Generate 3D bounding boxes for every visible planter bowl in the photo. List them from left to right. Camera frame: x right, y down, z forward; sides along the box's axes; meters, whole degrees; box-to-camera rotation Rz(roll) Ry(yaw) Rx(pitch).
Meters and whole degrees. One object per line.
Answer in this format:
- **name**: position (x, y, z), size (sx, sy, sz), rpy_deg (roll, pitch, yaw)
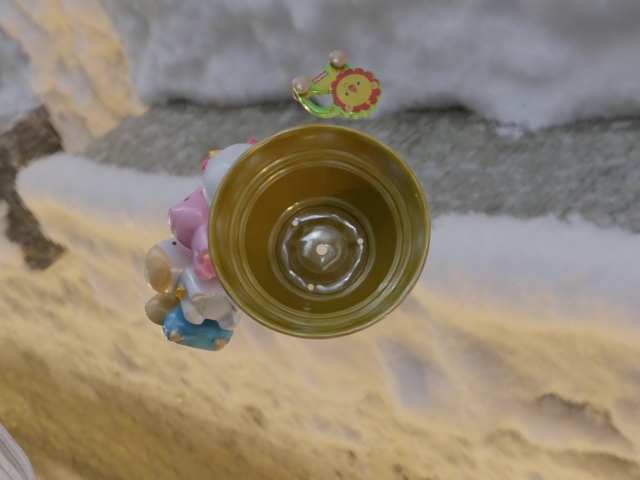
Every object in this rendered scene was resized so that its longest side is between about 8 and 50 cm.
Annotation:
- **planter bowl**: position (0.000, 0.000, 1.238), size (0.217, 0.217, 0.090), rpy_deg (45, 171, 13)

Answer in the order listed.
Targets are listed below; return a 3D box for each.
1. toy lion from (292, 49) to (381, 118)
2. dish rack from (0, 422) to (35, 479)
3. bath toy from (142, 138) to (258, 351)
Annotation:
- **toy lion**: position (0.026, -0.196, 1.633), size (0.096, 0.100, 0.034), rpy_deg (50, 167, 16)
- **dish rack**: position (-0.372, 0.159, 0.854), size (0.072, 0.285, 0.332), rpy_deg (-8, 121, 57)
- **bath toy**: position (-0.138, -0.004, 1.606), size (0.151, 0.129, 0.348), rpy_deg (17, 138, -9)
